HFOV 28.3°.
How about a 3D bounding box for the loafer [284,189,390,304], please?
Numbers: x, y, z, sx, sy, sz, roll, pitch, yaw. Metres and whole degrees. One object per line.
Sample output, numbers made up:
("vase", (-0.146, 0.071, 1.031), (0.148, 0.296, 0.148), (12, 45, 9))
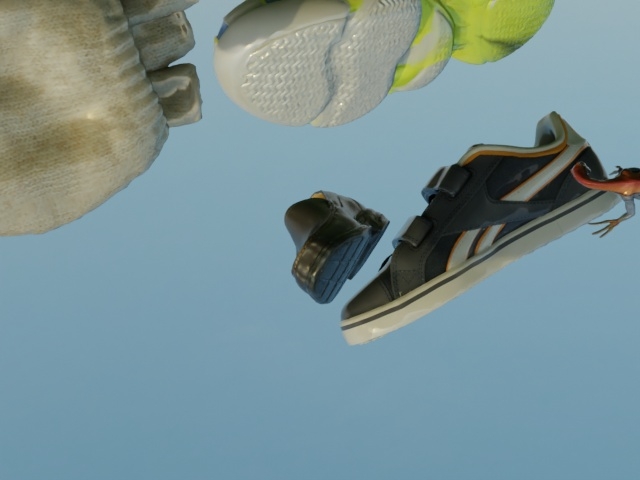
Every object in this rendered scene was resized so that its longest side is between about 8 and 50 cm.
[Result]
("loafer", (0.000, 0.000, 0.865), (0.061, 0.062, 0.170), (33, -171, 5))

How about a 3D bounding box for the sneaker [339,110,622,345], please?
("sneaker", (0.140, -0.016, 1.283), (0.321, 0.127, 0.126), (-30, -179, -13))

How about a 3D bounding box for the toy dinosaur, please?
("toy dinosaur", (0.212, -0.042, 0.844), (0.082, 0.090, 0.047), (13, -127, -32))

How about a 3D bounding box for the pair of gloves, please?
("pair of gloves", (-0.132, -0.109, 0.408), (0.204, 0.240, 0.042), (-23, -158, -32))

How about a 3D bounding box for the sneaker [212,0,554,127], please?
("sneaker", (0.014, -0.136, 0.664), (0.240, 0.091, 0.126), (-17, -119, -45))
